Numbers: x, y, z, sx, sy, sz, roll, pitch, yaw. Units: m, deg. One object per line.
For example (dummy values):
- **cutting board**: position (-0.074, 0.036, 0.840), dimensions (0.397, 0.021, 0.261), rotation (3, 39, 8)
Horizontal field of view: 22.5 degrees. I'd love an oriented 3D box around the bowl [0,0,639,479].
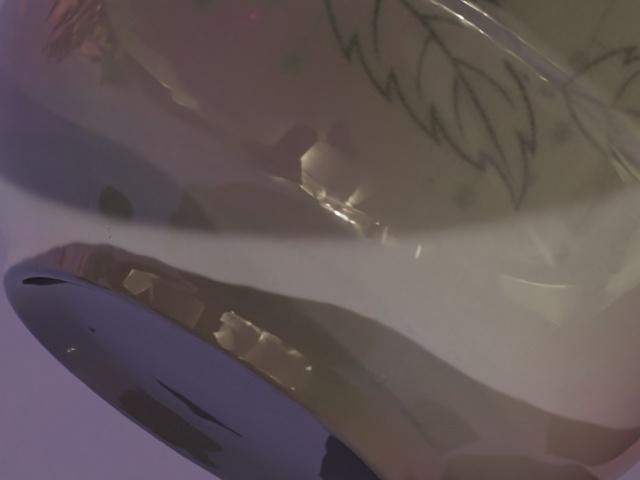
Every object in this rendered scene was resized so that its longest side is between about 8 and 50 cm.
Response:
- **bowl**: position (0.000, 0.000, 0.534), dimensions (0.287, 0.287, 0.144), rotation (33, -110, -1)
